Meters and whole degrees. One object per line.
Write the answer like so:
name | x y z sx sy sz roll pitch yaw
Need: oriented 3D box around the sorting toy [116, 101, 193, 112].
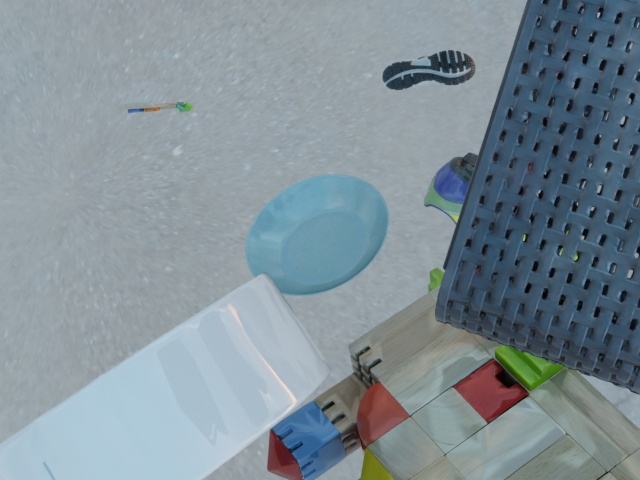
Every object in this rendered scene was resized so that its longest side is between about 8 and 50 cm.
sorting toy | -0.199 -0.163 1.255 0.083 0.062 0.012 1 96 29

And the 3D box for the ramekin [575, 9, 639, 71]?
ramekin | 0.307 -0.286 0.999 0.277 0.135 0.277 20 64 -47

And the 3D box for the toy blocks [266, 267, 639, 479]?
toy blocks | 0.122 0.205 0.904 0.261 0.381 0.190 -32 143 -17

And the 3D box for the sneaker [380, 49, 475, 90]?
sneaker | 0.118 -0.190 1.138 0.109 0.044 0.040 -6 99 -7

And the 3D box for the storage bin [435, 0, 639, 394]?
storage bin | 0.119 -0.044 0.410 0.084 0.122 0.180 19 102 17

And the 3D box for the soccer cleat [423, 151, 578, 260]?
soccer cleat | 0.288 -0.016 1.566 0.289 0.093 0.121 36 121 -7

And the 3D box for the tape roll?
tape roll | -0.134 0.143 0.822 0.286 0.286 0.100 -33 89 -10

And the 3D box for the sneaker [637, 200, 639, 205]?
sneaker | 0.305 -0.035 0.892 0.067 0.064 0.175 -11 137 20

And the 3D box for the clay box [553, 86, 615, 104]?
clay box | 0.368 -0.215 1.416 0.127 0.222 0.053 -9 96 12

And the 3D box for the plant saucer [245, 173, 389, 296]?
plant saucer | 0.000 0.000 1.316 0.195 0.195 0.037 -40 139 -9
